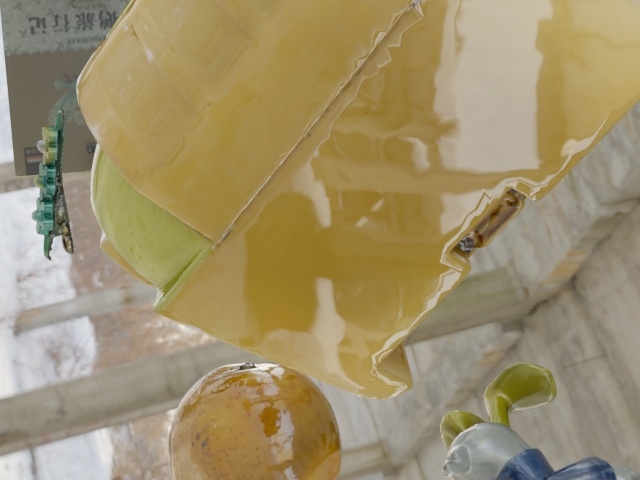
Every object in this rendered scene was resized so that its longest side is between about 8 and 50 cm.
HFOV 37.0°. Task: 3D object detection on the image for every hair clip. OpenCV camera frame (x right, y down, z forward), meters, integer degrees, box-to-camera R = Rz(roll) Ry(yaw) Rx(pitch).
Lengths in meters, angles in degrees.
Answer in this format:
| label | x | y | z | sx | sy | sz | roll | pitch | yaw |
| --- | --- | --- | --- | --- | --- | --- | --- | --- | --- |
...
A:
| label | x | y | z | sx | sy | sz | roll | pitch | yaw |
| --- | --- | --- | --- | --- | --- | --- | --- | --- | --- |
| hair clip | -0.301 | -0.059 | 1.073 | 0.049 | 0.049 | 0.173 | -136 | -132 | -64 |

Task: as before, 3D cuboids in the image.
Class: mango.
| label | x | y | z | sx | sy | sz | roll | pitch | yaw |
| --- | --- | --- | --- | --- | --- | --- | --- | --- | --- |
| mango | -0.078 | 0.250 | 1.034 | 0.191 | 0.160 | 0.290 | 33 | -48 | 31 |

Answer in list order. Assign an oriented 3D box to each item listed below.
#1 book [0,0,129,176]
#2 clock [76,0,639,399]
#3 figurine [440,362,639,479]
| label | x | y | z | sx | sy | sz | roll | pitch | yaw |
| --- | --- | --- | --- | --- | --- | --- | --- | --- | --- |
| book | -0.291 | -0.242 | 1.212 | 0.021 | 0.217 | 0.310 | -156 | -118 | -87 |
| clock | 0.004 | -0.114 | 0.484 | 0.244 | 0.200 | 0.317 | -46 | -153 | 21 |
| figurine | 0.270 | 0.339 | 1.135 | 0.338 | 0.283 | 0.204 | -65 | 175 | -57 |
